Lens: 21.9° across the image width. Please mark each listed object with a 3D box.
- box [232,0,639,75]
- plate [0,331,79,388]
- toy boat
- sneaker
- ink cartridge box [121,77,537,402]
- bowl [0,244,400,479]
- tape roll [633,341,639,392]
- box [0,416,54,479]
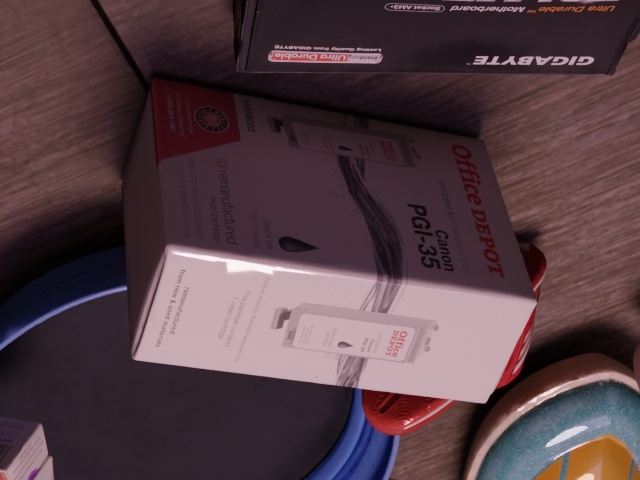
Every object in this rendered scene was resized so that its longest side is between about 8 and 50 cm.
[{"bbox_3d":[0.099,-0.212,1.120,0.296,0.073,0.293,1,153,-9],"label":"box"},{"bbox_3d":[-0.197,0.142,1.463,0.188,0.024,0.188,-5,129,-6],"label":"plate"},{"bbox_3d":[0.292,0.227,1.536,0.318,0.148,0.267,2,129,-11],"label":"toy boat"},{"bbox_3d":[0.122,0.111,1.396,0.221,0.087,0.128,-42,143,-27],"label":"sneaker"},{"bbox_3d":[0.000,0.000,1.260,0.283,0.207,0.117,9,129,-17],"label":"ink cartridge box"},{"bbox_3d":[-0.129,0.160,1.424,0.391,0.077,0.391,-5,130,-6],"label":"bowl"},{"bbox_3d":[0.412,0.126,1.412,0.246,0.246,0.169,28,121,-28],"label":"tape roll"},{"bbox_3d":[-0.373,0.166,1.334,0.324,0.067,0.063,6,123,19],"label":"box"}]
